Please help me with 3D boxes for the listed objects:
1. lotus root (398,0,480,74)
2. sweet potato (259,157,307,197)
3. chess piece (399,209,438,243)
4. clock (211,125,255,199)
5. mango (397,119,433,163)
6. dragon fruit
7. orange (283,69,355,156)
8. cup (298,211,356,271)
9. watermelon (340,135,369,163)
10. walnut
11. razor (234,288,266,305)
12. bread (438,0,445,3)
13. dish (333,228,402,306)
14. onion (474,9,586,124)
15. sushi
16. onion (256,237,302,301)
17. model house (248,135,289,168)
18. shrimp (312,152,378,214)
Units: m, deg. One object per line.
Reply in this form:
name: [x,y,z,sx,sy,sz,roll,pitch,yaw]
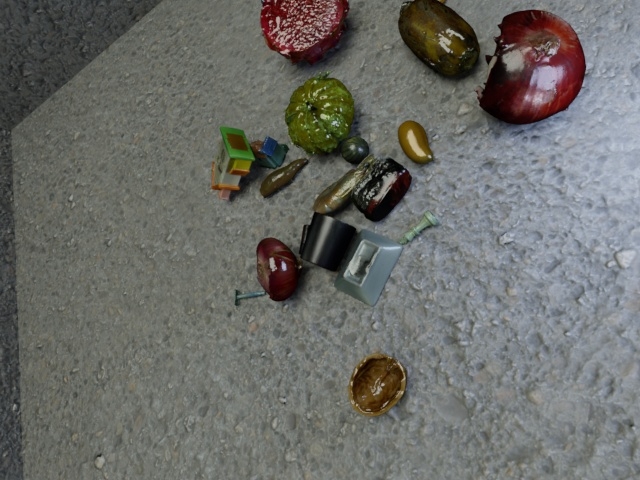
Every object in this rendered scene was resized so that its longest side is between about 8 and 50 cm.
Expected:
lotus root: [0.425,-0.760,1.655,0.195,0.179,0.398,-38,61,9]
sweet potato: [-0.159,-0.269,1.857,0.243,0.077,0.077,-37,60,13]
chess piece: [0.332,-0.037,1.541,0.149,0.059,0.059,-42,59,17]
clock: [-0.390,-0.318,1.923,0.255,0.106,0.220,-62,38,37]
mango: [0.343,-0.350,1.620,0.102,0.085,0.184,-27,73,13]
dragon fruit: [-0.063,-0.931,1.936,0.370,0.249,0.387,24,89,16]
orange: [0.009,-0.482,1.758,0.300,0.223,0.302,-24,67,31]
cup: [0.016,0.006,1.659,0.165,0.239,0.177,21,89,-11]
watermelon: [0.126,-0.345,1.724,0.133,0.105,0.105,-2,68,66]
walnut: [0.185,0.455,1.428,0.211,0.087,0.167,-49,65,7]
razor: [-0.280,0.217,1.781,0.134,0.040,0.068,-11,69,19]
bread: [0.454,-0.978,1.794,0.083,0.044,0.111,-44,61,4]
dish: [0.154,0.084,1.574,0.181,0.080,0.243,25,87,31]
onion: [0.651,-0.520,1.397,0.340,0.341,0.342,-9,70,25]
sushi: [0.215,-0.181,1.600,0.126,0.136,0.225,44,103,34]
onion: [-0.162,0.106,1.664,0.248,0.161,0.248,-6,83,60]
model house: [-0.239,-0.390,1.895,0.148,0.148,0.120,17,81,29]
shrimp: [0.091,-0.212,1.683,0.317,0.077,0.168,-40,28,14]
